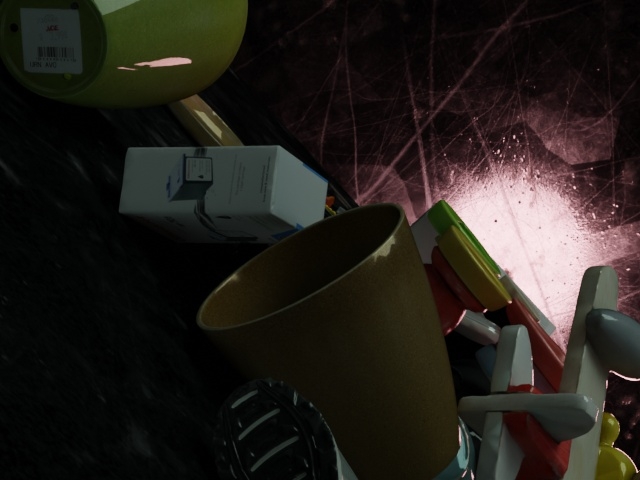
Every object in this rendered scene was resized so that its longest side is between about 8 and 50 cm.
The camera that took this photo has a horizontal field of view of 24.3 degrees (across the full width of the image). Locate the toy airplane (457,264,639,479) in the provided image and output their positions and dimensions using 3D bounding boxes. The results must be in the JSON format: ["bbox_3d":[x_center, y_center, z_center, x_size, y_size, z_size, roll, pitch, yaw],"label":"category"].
[{"bbox_3d":[0.295,0.253,1.653,0.272,0.386,0.384,7,16,14],"label":"toy airplane"}]

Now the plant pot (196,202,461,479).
[{"bbox_3d":[0.037,0.129,1.524,0.254,0.237,0.237,61,4,-14],"label":"plant pot"}]

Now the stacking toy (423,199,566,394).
[{"bbox_3d":[0.200,0.103,1.956,0.309,0.130,0.279,49,8,-21],"label":"stacking toy"}]

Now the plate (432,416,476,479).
[{"bbox_3d":[0.127,0.234,1.784,0.188,0.024,0.188,27,46,-31],"label":"plate"}]

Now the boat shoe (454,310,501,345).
[{"bbox_3d":[0.195,0.092,2.111,0.184,0.063,0.066,28,-11,46],"label":"boat shoe"}]

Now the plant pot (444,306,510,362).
[{"bbox_3d":[0.273,0.229,2.393,0.167,0.188,0.187,61,10,-23],"label":"plant pot"}]

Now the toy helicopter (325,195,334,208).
[{"bbox_3d":[0.000,0.000,2.219,0.235,0.140,0.355,50,10,35],"label":"toy helicopter"}]

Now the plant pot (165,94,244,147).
[{"bbox_3d":[-0.190,-0.186,2.483,0.236,0.032,0.236,46,8,-8],"label":"plant pot"}]

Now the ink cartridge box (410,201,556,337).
[{"bbox_3d":[0.213,0.121,2.548,0.296,0.261,0.066,47,38,1],"label":"ink cartridge box"}]

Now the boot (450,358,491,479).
[{"bbox_3d":[0.068,0.121,2.019,0.445,0.146,0.367,42,6,-9],"label":"boot"}]

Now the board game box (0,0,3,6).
[{"bbox_3d":[-0.513,-0.428,1.853,0.317,0.046,0.213,49,8,8],"label":"board game box"}]

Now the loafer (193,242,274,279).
[{"bbox_3d":[-0.132,-0.025,1.797,0.095,0.109,0.302,16,20,-38],"label":"loafer"}]

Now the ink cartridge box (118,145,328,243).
[{"bbox_3d":[-0.106,-0.050,1.654,0.139,0.190,0.082,32,60,-62],"label":"ink cartridge box"}]

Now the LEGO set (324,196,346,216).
[{"bbox_3d":[0.048,-0.026,2.016,0.244,0.060,0.182,36,-8,44],"label":"LEGO set"}]

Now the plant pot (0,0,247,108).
[{"bbox_3d":[-0.259,-0.265,1.771,0.275,0.275,0.293,47,22,-4],"label":"plant pot"}]

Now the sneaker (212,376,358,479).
[{"bbox_3d":[0.003,0.234,1.222,0.271,0.100,0.108,54,-5,18],"label":"sneaker"}]
